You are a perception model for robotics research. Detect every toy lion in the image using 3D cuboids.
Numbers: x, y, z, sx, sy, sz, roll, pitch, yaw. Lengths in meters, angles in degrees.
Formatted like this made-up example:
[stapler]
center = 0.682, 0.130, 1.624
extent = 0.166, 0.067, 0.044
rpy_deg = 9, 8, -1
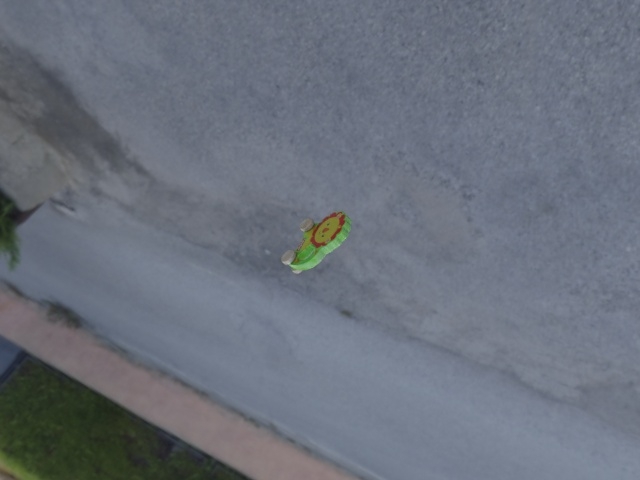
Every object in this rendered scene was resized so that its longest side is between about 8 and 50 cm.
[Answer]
[toy lion]
center = 0.000, 0.000, 0.880
extent = 0.096, 0.100, 0.034
rpy_deg = -4, 139, 49
